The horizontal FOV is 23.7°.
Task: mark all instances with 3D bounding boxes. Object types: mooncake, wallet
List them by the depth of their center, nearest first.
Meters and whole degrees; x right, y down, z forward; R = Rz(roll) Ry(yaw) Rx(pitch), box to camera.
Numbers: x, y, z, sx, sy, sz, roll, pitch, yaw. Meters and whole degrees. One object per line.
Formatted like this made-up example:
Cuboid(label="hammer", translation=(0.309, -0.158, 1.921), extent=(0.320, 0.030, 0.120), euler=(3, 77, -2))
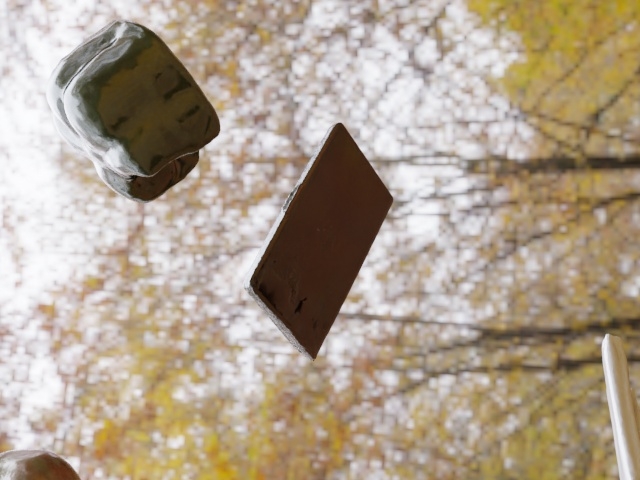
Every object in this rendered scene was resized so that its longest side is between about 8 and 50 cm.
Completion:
Cuboid(label="mooncake", translation=(-0.154, -0.099, 1.292), extent=(0.104, 0.168, 0.175), euler=(-46, -31, -16))
Cuboid(label="wallet", translation=(0.309, 0.193, 1.530), extent=(0.124, 0.032, 0.182), euler=(68, -163, -55))

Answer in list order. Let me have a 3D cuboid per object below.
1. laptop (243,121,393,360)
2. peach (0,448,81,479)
Cuboid(label="laptop", translation=(0.000, 0.000, 1.565), extent=(0.154, 0.026, 0.207), euler=(52, -123, -45))
Cuboid(label="peach", translation=(-0.249, 0.253, 1.223), extent=(0.152, 0.152, 0.152), euler=(-3, -86, -58))
